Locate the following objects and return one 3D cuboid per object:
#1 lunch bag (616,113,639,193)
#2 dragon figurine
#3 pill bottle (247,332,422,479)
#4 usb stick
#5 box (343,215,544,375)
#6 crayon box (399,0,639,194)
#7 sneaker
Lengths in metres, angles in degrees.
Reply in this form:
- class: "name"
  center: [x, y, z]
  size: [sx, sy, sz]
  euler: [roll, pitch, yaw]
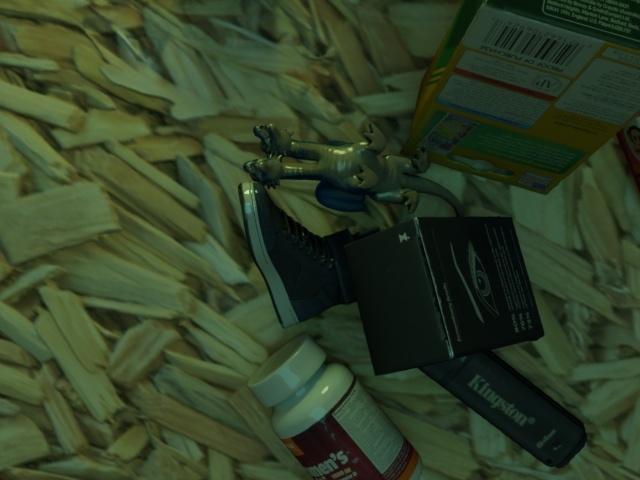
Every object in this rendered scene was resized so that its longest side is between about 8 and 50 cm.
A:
- class: "lunch bag"
  center: [0.518, -0.142, 0.958]
  size: [0.293, 0.120, 0.258]
  euler: [-25, 98, 1]
- class: "dragon figurine"
  center: [0.048, -0.078, 0.959]
  size: [0.289, 0.144, 0.085]
  euler: [14, 83, -40]
- class: "pill bottle"
  center: [0.016, 0.230, 0.993]
  size: [0.121, 0.121, 0.221]
  euler: [-39, 97, 4]
- class: "usb stick"
  center: [0.221, 0.191, 1.031]
  size: [0.278, 0.045, 0.077]
  euler: [38, 94, -6]
- class: "box"
  center: [0.143, 0.058, 0.908]
  size: [0.108, 0.207, 0.153]
  euler: [-22, 75, 41]
- class: "crayon box"
  center: [0.226, -0.169, 0.879]
  size: [0.203, 0.323, 0.083]
  euler: [15, 70, -4]
- class: "sneaker"
  center: [0.000, -0.001, 0.946]
  size: [0.163, 0.086, 0.226]
  euler: [-17, 135, 3]
